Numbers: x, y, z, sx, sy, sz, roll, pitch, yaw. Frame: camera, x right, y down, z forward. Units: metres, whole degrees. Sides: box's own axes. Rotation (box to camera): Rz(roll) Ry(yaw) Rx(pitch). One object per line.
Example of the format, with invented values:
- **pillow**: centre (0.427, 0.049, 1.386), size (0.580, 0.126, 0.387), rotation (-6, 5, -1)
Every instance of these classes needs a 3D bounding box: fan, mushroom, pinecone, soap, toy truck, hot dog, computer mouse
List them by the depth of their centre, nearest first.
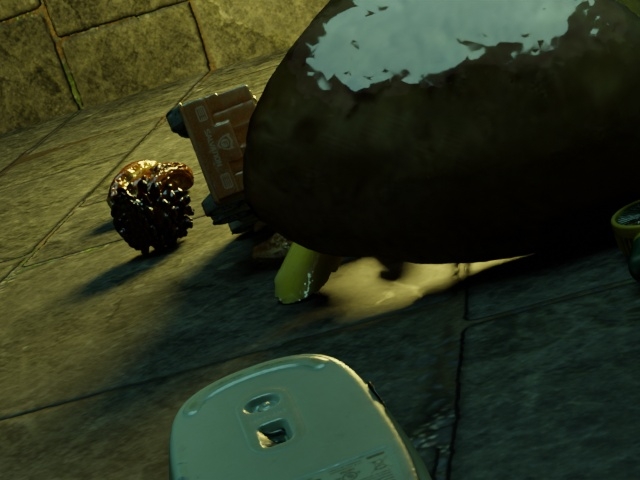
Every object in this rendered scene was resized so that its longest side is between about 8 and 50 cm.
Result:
- **computer mouse**: centre (-0.013, 0.169, 1.039), size (0.159, 0.097, 0.288), rotation (-18, 25, -7)
- **fan**: centre (0.293, 0.002, 1.421), size (0.082, 0.039, 0.155), rotation (-12, 16, 21)
- **mushroom**: centre (0.155, -0.099, 1.553), size (0.397, 0.224, 0.313), rotation (22, 58, 34)
- **soap**: centre (0.000, 0.000, 1.716), size (0.089, 0.033, 0.168), rotation (7, 63, 54)
- **toy truck**: centre (-0.057, -0.105, 1.948), size (0.184, 0.133, 0.338), rotation (-21, -7, 4)
- **pinecone**: centre (-0.216, -0.028, 2.105), size (0.109, 0.102, 0.102), rotation (7, -5, -38)
- **hot dog**: centre (-0.253, -0.081, 2.401), size (0.099, 0.065, 0.147), rotation (6, 24, 38)

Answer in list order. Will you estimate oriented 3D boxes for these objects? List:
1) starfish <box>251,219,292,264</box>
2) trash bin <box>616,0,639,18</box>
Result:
- **starfish**: centre (0.072, -0.048, 1.848), size (0.302, 0.060, 0.299), rotation (-34, 17, -23)
- **trash bin**: centre (0.349, -0.260, 1.740), size (0.158, 0.343, 0.223), rotation (-26, 16, -20)
